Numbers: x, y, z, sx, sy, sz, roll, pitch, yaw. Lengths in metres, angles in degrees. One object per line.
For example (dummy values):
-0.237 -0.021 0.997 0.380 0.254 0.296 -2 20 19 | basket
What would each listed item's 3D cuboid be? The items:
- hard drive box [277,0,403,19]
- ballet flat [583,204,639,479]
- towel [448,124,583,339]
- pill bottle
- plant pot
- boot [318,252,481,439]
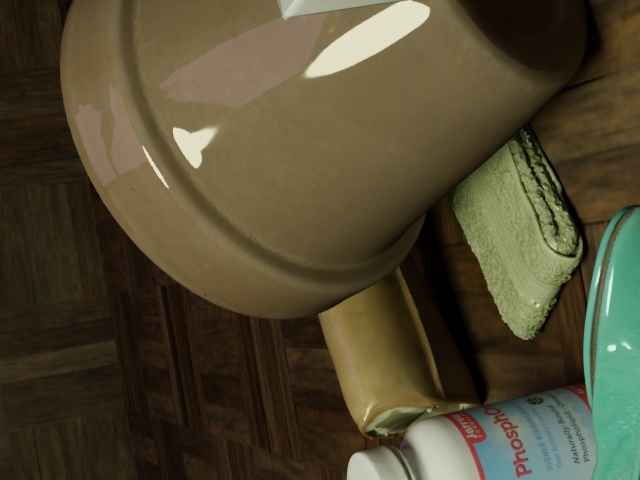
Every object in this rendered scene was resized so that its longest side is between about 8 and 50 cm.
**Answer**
0.109 -0.151 0.419 0.181 0.232 0.089 147 112 -71 | hard drive box
0.181 0.100 0.706 0.087 0.083 0.247 24 125 39 | ballet flat
0.117 -0.020 0.884 0.110 0.027 0.148 106 149 -53 | towel
0.101 0.137 0.799 0.087 0.160 0.087 170 90 -71 | pill bottle
0.023 -0.109 0.804 0.229 0.263 0.263 -26 72 40 | plant pot
0.000 0.000 0.956 0.089 0.236 0.269 -31 69 33 | boot
